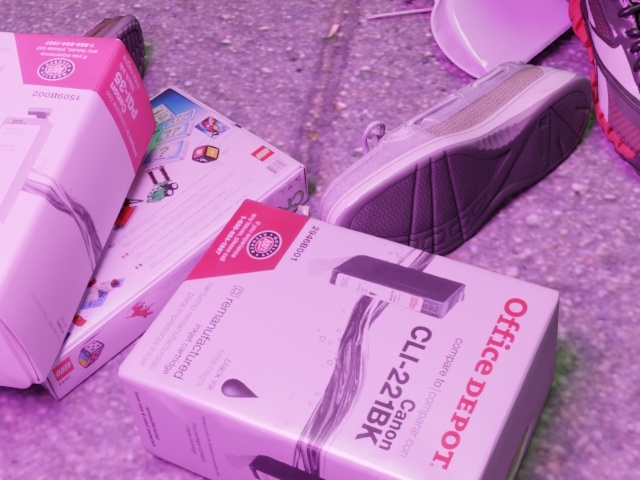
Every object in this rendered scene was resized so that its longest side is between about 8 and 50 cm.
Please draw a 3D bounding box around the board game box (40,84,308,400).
[{"bbox_3d":[-0.185,-0.013,0.949,0.193,0.053,0.305,34,59,30],"label":"board game box"}]

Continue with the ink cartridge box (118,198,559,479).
[{"bbox_3d":[0.021,0.102,0.776,0.273,0.114,0.197,17,51,20],"label":"ink cartridge box"}]

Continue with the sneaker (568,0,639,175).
[{"bbox_3d":[0.310,-0.185,0.981,0.097,0.135,0.276,-6,59,-2],"label":"sneaker"}]

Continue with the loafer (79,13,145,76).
[{"bbox_3d":[-0.273,-0.155,1.063,0.087,0.094,0.251,21,53,19],"label":"loafer"}]

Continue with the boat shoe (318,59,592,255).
[{"bbox_3d":[0.116,-0.079,0.938,0.320,0.118,0.103,-33,46,-27],"label":"boat shoe"}]

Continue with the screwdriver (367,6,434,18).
[{"bbox_3d":[0.138,-0.266,1.165,0.170,0.025,0.024,-2,47,3],"label":"screwdriver"}]

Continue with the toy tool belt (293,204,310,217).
[{"bbox_3d":[0.000,0.000,0.917,0.083,0.052,0.051,28,65,28],"label":"toy tool belt"}]

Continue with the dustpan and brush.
[{"bbox_3d":[0.158,-0.258,1.123,0.147,0.060,0.211,-39,73,-23],"label":"dustpan and brush"}]

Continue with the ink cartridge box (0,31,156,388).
[{"bbox_3d":[-0.286,-0.038,0.859,0.207,0.117,0.283,6,54,14],"label":"ink cartridge box"}]
